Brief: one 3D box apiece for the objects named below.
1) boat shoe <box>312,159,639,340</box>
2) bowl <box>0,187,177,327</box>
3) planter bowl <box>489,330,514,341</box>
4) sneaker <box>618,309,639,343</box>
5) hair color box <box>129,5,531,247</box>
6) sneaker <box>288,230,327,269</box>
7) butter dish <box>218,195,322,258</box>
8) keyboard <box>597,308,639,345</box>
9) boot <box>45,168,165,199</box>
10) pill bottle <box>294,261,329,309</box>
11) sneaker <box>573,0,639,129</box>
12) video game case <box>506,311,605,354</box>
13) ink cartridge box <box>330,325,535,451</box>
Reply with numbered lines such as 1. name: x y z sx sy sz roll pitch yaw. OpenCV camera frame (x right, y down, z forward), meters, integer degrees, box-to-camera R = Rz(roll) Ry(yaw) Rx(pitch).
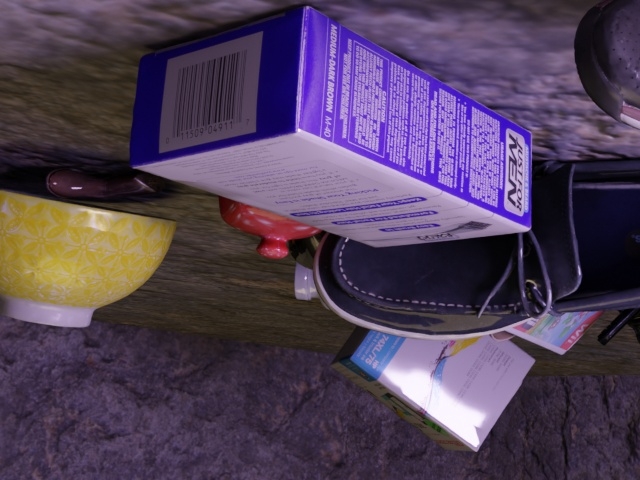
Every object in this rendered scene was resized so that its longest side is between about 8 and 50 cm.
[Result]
1. boat shoe: 0.231 -0.001 1.093 0.500 0.186 0.156 -3 162 14
2. bowl: -0.337 0.024 1.348 0.290 0.156 0.289 11 180 0
3. planter bowl: 0.231 0.031 1.329 0.109 0.162 0.162 42 -171 29
4. sneaker: 0.533 0.116 1.643 0.125 0.139 0.341 -2 166 41
5. hair color box: 0.024 -0.081 0.932 0.185 0.110 0.339 -7 163 39
6. sneaker: 0.000 0.000 1.392 0.108 0.100 0.271 8 170 10
7. butter dish: -0.047 -0.039 1.148 0.160 0.118 0.160 8 168 -16
8. keyboard: 0.436 0.066 1.436 0.038 0.192 0.100 46 174 16
9. boot: -0.258 -0.070 1.290 0.114 0.037 0.106 0 179 32
10. pill bottle: 0.056 0.060 1.651 0.184 0.103 0.103 4 169 8
11. sneaker: 0.302 -0.132 0.618 0.282 0.106 0.162 -2 165 -17
12. video game case: 0.328 0.049 1.326 0.025 0.204 0.285 47 -169 28
13. ink cartridge box: 0.194 0.216 1.877 0.270 0.197 0.198 36 166 -2
